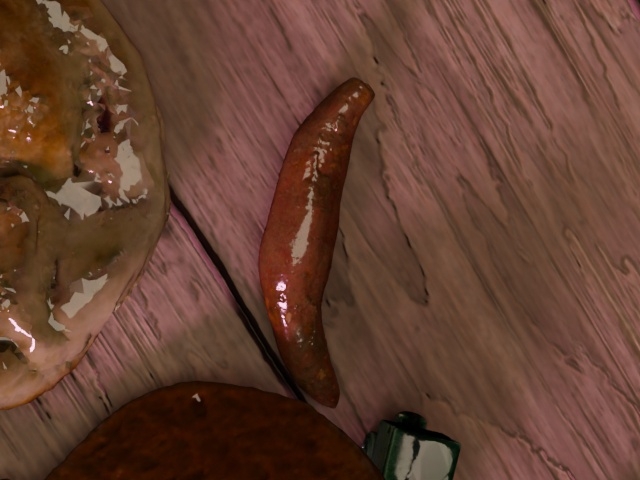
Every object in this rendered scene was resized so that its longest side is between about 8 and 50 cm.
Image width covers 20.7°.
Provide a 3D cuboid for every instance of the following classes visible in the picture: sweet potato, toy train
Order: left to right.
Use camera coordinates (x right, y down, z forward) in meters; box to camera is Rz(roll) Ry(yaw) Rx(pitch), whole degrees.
[{"bbox_3d":[-0.009,0.003,1.318,0.078,0.058,0.255,2,97,-31],"label":"sweet potato"},{"bbox_3d":[0.052,0.214,1.312,0.071,0.111,0.170,15,89,-8],"label":"toy train"}]

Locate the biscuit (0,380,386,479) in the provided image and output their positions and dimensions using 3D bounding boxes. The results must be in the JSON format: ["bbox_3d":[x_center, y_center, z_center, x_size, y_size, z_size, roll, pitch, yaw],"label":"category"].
[{"bbox_3d":[-0.121,0.276,1.221,0.350,0.070,0.394,26,66,30],"label":"biscuit"}]

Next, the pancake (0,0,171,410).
[{"bbox_3d":[-0.292,-0.059,1.232,0.387,0.082,0.386,2,84,-15],"label":"pancake"}]
